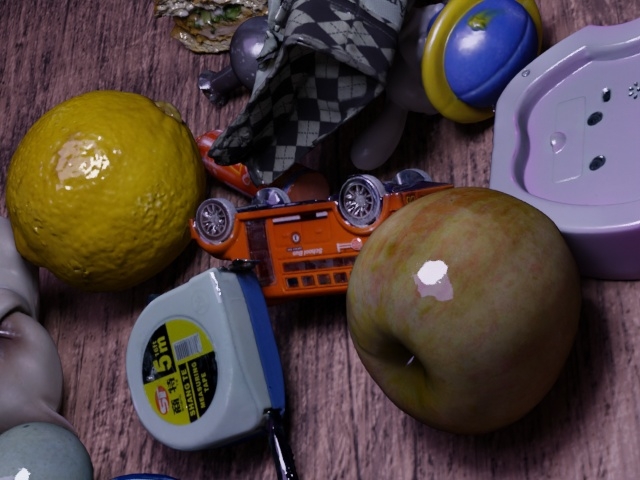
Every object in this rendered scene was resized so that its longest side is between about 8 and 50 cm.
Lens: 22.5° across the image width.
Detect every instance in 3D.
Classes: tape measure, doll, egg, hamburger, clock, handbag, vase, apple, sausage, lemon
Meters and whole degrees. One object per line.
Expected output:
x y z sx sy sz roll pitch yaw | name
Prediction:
-0.118 0.216 1.950 0.215 0.098 0.351 -25 71 36 | tape measure
-0.472 0.125 2.214 0.215 0.226 0.370 -16 44 -10 | doll
-0.371 0.339 2.003 0.169 0.169 0.236 0 64 39 | egg
-0.129 -0.383 2.423 0.283 0.144 0.156 2 58 42 | hamburger
0.353 -0.113 1.841 0.339 0.102 0.338 -21 46 24 | clock
-0.005 -0.291 2.096 0.317 0.180 0.416 -48 21 48 | handbag
-0.104 -0.249 2.325 0.183 0.120 0.120 -24 43 41 | vase
0.160 0.072 1.749 0.257 0.256 0.234 12 42 44 | apple
-0.094 -0.097 2.214 0.074 0.074 0.274 -52 41 -9 | sausage
0.145 -0.221 2.056 0.311 0.159 0.243 -53 43 -5 | doll
-0.292 -0.065 2.204 0.293 0.293 0.293 -22 46 24 | lemon

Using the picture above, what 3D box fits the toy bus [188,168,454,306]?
0.000 0.000 1.988 0.329 0.143 0.153 -6 93 34 | toy bus

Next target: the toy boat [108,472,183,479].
-0.215 0.366 1.845 0.221 0.067 0.291 -3 25 7 | toy boat
